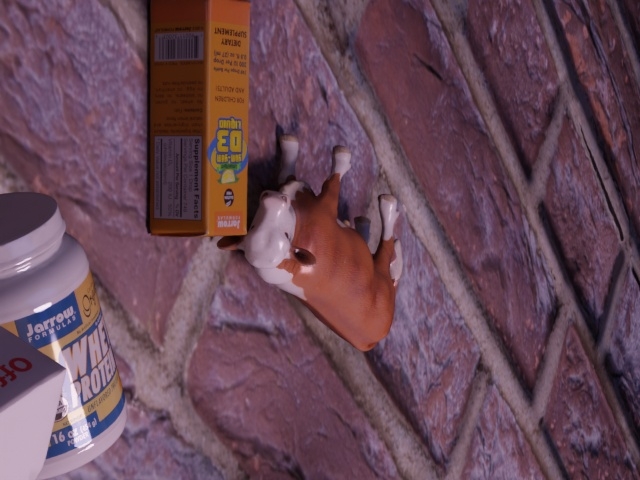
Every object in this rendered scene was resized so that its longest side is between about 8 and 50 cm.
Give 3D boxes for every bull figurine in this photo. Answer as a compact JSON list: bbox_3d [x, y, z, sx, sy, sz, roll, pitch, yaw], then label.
[{"bbox_3d":[0.000,0.000,1.719,0.310,0.101,0.188,50,48,-49],"label":"bull figurine"}]

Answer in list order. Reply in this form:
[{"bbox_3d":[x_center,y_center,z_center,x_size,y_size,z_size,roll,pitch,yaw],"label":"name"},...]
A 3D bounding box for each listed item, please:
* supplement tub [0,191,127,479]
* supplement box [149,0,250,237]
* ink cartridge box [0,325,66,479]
[{"bbox_3d":[-0.243,0.076,1.244,0.144,0.144,0.199,-44,129,-51],"label":"supplement tub"},{"bbox_3d":[-0.117,-0.119,1.527,0.078,0.080,0.233,-5,98,-58],"label":"supplement box"},{"bbox_3d":[-0.311,0.094,1.016,0.172,0.237,0.100,-37,152,-54],"label":"ink cartridge box"}]
